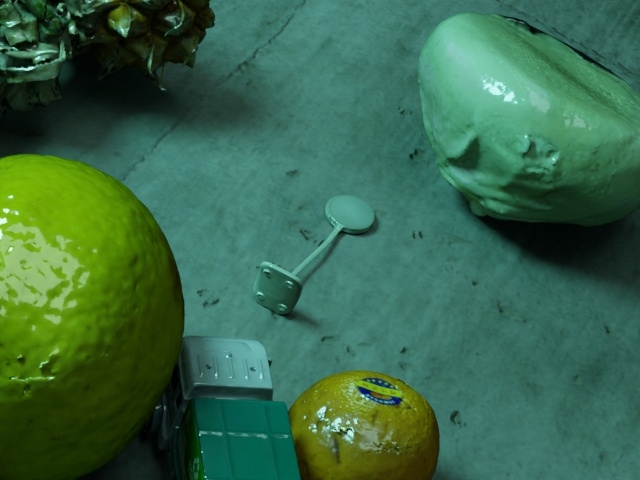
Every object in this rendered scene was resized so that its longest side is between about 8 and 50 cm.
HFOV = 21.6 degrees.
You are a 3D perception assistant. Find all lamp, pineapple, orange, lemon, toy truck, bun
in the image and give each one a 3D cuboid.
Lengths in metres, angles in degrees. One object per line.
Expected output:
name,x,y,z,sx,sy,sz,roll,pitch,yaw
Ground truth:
lamp,0.000,0.000,1.617,0.050,0.056,0.198,28,40,12
pineapple,-0.276,-0.200,1.607,0.262,0.262,0.272,35,56,14
orange,0.032,0.174,1.409,0.135,0.118,0.135,21,21,-8
lemon,-0.230,0.064,1.317,0.267,0.267,0.267,11,44,-11
toy truck,-0.074,0.193,1.348,0.114,0.124,0.253,5,48,-20
bun,0.217,-0.102,1.724,0.283,0.179,0.283,25,24,-12
